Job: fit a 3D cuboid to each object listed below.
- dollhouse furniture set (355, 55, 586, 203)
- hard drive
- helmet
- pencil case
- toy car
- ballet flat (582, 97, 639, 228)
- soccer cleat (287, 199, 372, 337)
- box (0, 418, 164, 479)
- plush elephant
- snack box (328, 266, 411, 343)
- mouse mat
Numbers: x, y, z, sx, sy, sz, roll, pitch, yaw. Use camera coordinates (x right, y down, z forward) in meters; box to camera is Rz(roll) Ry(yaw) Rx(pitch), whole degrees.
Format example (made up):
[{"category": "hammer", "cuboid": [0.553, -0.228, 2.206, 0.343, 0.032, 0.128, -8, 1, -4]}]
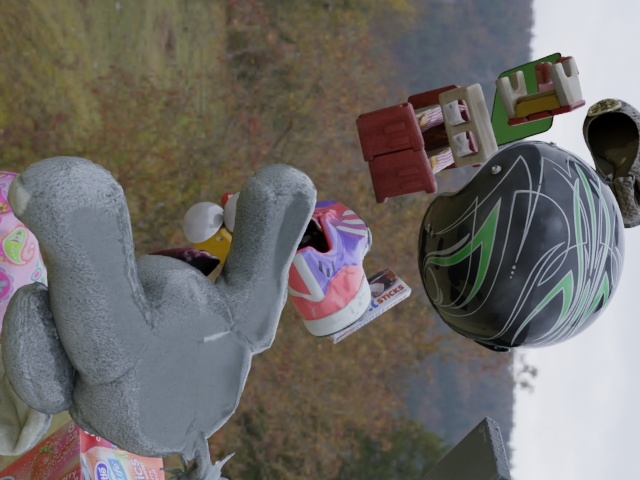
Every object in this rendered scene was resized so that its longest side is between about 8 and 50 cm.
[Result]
[{"category": "dollhouse furniture set", "cuboid": [0.265, -0.182, 1.465, 0.201, 0.374, 0.152, -28, 105, -50]}, {"category": "hard drive", "cuboid": [0.151, 0.267, 0.987, 0.135, 0.022, 0.094, -50, -163, 23]}, {"category": "helmet", "cuboid": [0.176, 0.006, 0.770, 0.161, 0.169, 0.169, -33, -131, 57]}, {"category": "pencil case", "cuboid": [-0.488, 0.028, 1.399, 0.124, 0.124, 0.284, -84, 180, -49]}, {"category": "toy car", "cuboid": [-0.122, -0.027, 1.483, 0.159, 0.182, 0.136, 52, 37, -38]}, {"category": "ballet flat", "cuboid": [0.378, -0.115, 1.160, 0.058, 0.084, 0.250, 50, 33, -31]}, {"category": "soccer cleat", "cuboid": [0.000, 0.000, 1.160, 0.116, 0.109, 0.318, 61, 11, -22]}, {"category": "box", "cuboid": [-0.338, 0.364, 1.096, 0.142, 0.300, 0.154, 39, 24, -39]}, {"category": "plush elephant", "cuboid": [-0.179, 0.071, 0.783, 0.272, 0.255, 0.330, -13, 110, -45]}, {"category": "snack box", "cuboid": [0.073, 0.113, 1.594, 0.064, 0.178, 0.022, 46, -30, 26]}, {"category": "mouse mat", "cuboid": [0.400, -0.274, 1.780, 0.007, 0.153, 0.189, 31, 61, -35]}]
